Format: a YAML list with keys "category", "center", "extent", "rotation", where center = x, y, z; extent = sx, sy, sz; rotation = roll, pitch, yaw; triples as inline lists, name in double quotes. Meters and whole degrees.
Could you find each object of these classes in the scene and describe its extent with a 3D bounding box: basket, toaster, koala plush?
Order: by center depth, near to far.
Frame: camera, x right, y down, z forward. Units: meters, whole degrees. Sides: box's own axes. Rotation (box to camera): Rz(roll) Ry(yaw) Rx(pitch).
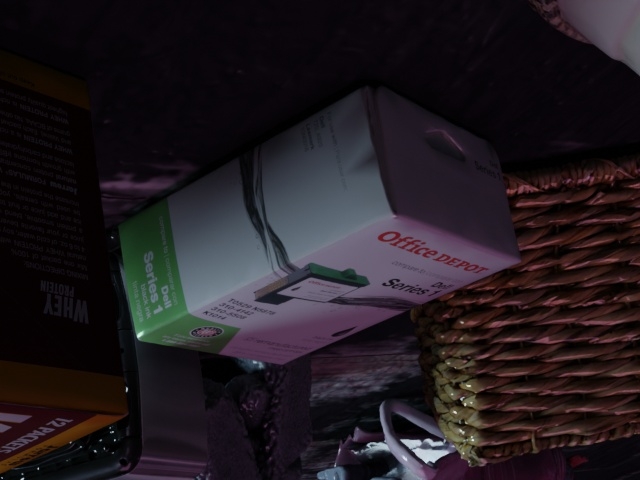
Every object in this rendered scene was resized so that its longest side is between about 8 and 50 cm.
- category: "toaster"
  center: [-0.177, 0.105, 0.867]
  extent: [0.185, 0.168, 0.110]
  rotation: [-20, 159, 21]
- category: "basket"
  center: [0.221, 0.026, 0.968]
  extent: [0.299, 0.223, 0.213]
  rotation: [-11, -169, -2]
- category: "koala plush"
  center: [-0.140, 0.176, 1.036]
  extent: [0.221, 0.203, 0.196]
  rotation: [7, -159, 29]

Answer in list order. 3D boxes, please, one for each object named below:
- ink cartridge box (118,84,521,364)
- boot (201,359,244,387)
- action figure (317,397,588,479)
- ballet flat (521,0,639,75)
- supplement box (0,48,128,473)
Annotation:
- category: "ink cartridge box"
  center: [0.000, 0.000, 0.795]
  extent: [0.219, 0.093, 0.160]
  rotation: [-26, 154, 32]
- category: "boot"
  center: [-0.087, 0.154, 1.190]
  extent: [0.121, 0.045, 0.099]
  rotation: [6, 158, -32]
- category: "action figure"
  center: [0.194, 0.284, 1.516]
  extent: [0.370, 0.248, 0.276]
  rotation: [-1, 128, -22]
- category: "ballet flat"
  center: [0.249, -0.112, 0.461]
  extent: [0.482, 0.182, 0.164]
  rotation: [0, 164, -8]
- category: "supplement box"
  center: [-0.216, 0.006, 0.571]
  extent: [0.129, 0.194, 0.191]
  rotation: [-27, 153, 32]
